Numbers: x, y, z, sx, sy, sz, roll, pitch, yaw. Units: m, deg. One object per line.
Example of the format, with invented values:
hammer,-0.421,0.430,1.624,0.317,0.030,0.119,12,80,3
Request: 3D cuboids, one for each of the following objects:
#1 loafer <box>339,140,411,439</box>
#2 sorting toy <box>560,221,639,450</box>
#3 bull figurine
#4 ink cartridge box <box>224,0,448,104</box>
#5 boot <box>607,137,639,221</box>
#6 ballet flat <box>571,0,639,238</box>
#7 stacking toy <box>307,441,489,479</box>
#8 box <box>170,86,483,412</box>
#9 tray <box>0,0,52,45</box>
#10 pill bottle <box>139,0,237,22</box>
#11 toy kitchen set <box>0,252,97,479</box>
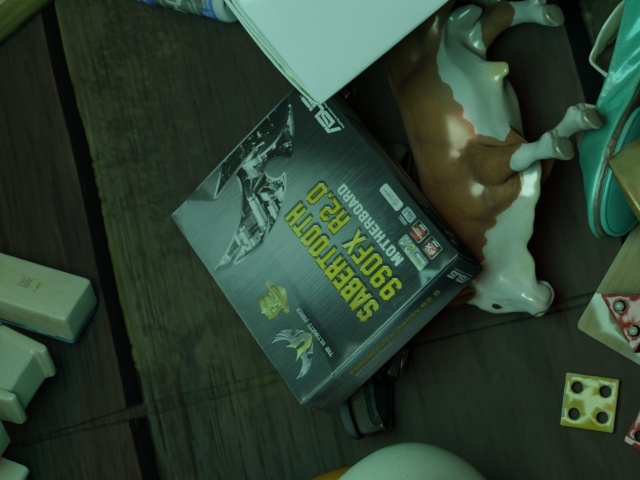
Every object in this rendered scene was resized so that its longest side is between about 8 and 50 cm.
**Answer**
loafer,0.049,0.039,1.394,0.084,0.096,0.267,-7,81,14
sorting toy,0.297,0.057,1.324,0.132,0.046,0.274,32,97,20
bull figurine,0.140,-0.090,1.342,0.188,0.101,0.310,-37,67,42
ink cartridge box,0.023,-0.232,1.299,0.207,0.283,0.117,-39,105,4
boot,0.401,-0.030,1.246,0.269,0.089,0.236,-30,76,6
ballet flat,0.262,-0.124,1.343,0.087,0.083,0.247,22,94,45
stacking toy,-0.090,0.330,1.350,0.480,0.350,0.350,1,86,37
box,0.000,0.000,1.339,0.183,0.056,0.231,-44,59,13
tray,-0.330,-0.320,1.570,0.411,0.076,0.203,-37,75,15
pill bottle,-0.136,-0.256,1.489,0.137,0.078,0.078,16,91,21
toy kitchen set,-0.306,0.148,1.532,0.122,0.166,0.207,16,55,20
